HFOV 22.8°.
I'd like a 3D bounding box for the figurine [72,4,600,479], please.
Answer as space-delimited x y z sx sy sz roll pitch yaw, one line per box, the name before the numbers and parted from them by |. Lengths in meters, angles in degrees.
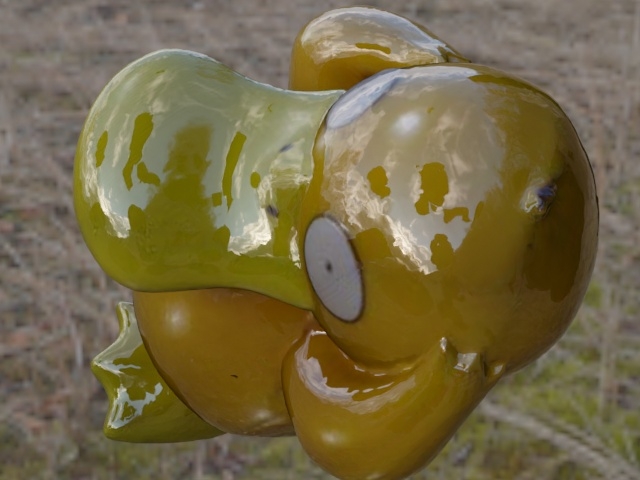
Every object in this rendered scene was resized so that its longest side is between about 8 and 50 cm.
figurine | 0.003 0.003 0.659 0.215 0.215 0.228 -1 -17 -4
